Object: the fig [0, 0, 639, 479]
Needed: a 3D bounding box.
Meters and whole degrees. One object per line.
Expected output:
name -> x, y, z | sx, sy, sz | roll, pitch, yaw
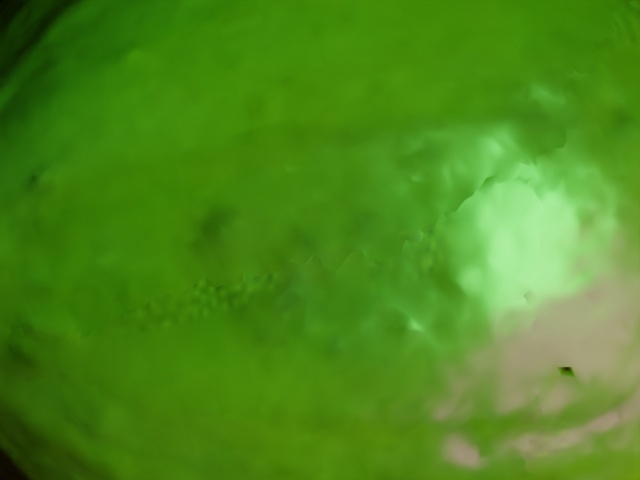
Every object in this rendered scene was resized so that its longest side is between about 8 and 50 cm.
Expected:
fig -> -0.001, -0.008, 0.750 | 0.343, 0.343, 0.343 | -35, 142, -33
